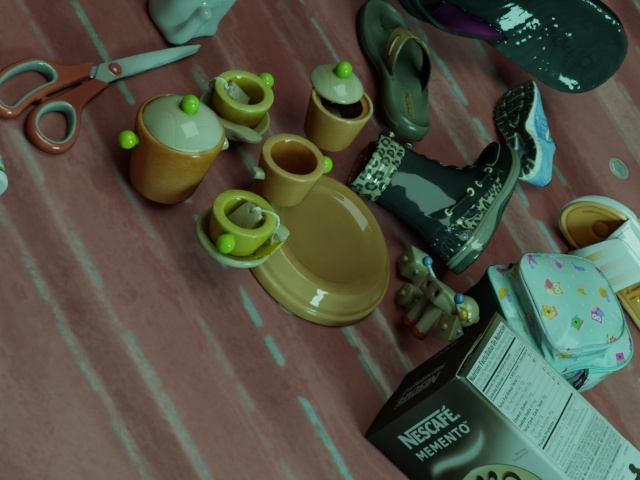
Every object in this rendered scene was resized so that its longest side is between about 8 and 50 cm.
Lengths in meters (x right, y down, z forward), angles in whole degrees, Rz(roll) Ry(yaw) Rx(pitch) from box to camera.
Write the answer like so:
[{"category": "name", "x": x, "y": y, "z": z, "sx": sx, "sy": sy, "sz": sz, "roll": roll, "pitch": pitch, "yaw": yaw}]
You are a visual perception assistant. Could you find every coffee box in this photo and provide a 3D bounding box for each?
[{"category": "coffee box", "x": 0.220, "y": 0.242, "z": 1.697, "sx": 0.297, "sy": 0.168, "sz": 0.119, "roll": 43, "pitch": 44, "yaw": -5}]

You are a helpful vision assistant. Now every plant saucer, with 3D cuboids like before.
[{"category": "plant saucer", "x": 0.000, "y": 0.000, "z": 1.781, "sx": 0.200, "sy": 0.037, "sz": 0.200, "roll": 20, "pitch": 50, "yaw": -27}]

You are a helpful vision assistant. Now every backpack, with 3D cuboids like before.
[{"category": "backpack", "x": 0.275, "y": 0.099, "z": 1.858, "sx": 0.188, "sy": 0.144, "sz": 0.165, "roll": 2, "pitch": 55, "yaw": -41}]

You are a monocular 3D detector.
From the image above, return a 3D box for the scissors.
[{"category": "scissors", "x": -0.243, "y": -0.189, "z": 1.726, "sx": 0.109, "sy": 0.021, "sz": 0.297, "roll": 46, "pitch": 45, "yaw": -1}]

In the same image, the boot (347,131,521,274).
[{"category": "boot", "x": 0.141, "y": -0.083, "z": 1.916, "sx": 0.179, "sy": 0.085, "sz": 0.236, "roll": 35, "pitch": 41, "yaw": -7}]

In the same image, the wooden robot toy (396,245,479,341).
[{"category": "wooden robot toy", "x": 0.141, "y": 0.078, "z": 1.803, "sx": 0.079, "sy": 0.076, "sz": 0.173, "roll": 28, "pitch": 14, "yaw": -30}]

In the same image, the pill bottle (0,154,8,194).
[{"category": "pill bottle", "x": -0.350, "y": -0.097, "z": 1.550, "sx": 0.065, "sy": 0.065, "sz": 0.116, "roll": -1, "pitch": 62, "yaw": -39}]

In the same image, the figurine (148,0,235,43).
[{"category": "figurine", "x": -0.123, "y": -0.360, "z": 1.801, "sx": 0.092, "sy": 0.209, "sz": 0.214, "roll": 3, "pitch": 60, "yaw": -37}]

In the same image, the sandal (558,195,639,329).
[{"category": "sandal", "x": 0.394, "y": 0.060, "z": 2.004, "sx": 0.265, "sy": 0.102, "sz": 0.076, "roll": 52, "pitch": 41, "yaw": 0}]

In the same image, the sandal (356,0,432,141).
[{"category": "sandal", "x": 0.103, "y": -0.223, "z": 1.991, "sx": 0.090, "sy": 0.060, "sz": 0.219, "roll": 17, "pitch": 46, "yaw": -29}]

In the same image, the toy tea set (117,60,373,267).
[{"category": "toy tea set", "x": -0.066, "y": -0.125, "z": 1.720, "sx": 0.200, "sy": 0.124, "sz": 0.336, "roll": 32, "pitch": 43, "yaw": 8}]

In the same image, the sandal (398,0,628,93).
[{"category": "sandal", "x": 0.208, "y": -0.320, "z": 2.023, "sx": 0.446, "sy": 0.167, "sz": 0.107, "roll": 25, "pitch": 32, "yaw": -16}]

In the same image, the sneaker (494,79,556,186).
[{"category": "sneaker", "x": 0.274, "y": -0.137, "z": 2.087, "sx": 0.073, "sy": 0.063, "sz": 0.162, "roll": 34, "pitch": 46, "yaw": -42}]
